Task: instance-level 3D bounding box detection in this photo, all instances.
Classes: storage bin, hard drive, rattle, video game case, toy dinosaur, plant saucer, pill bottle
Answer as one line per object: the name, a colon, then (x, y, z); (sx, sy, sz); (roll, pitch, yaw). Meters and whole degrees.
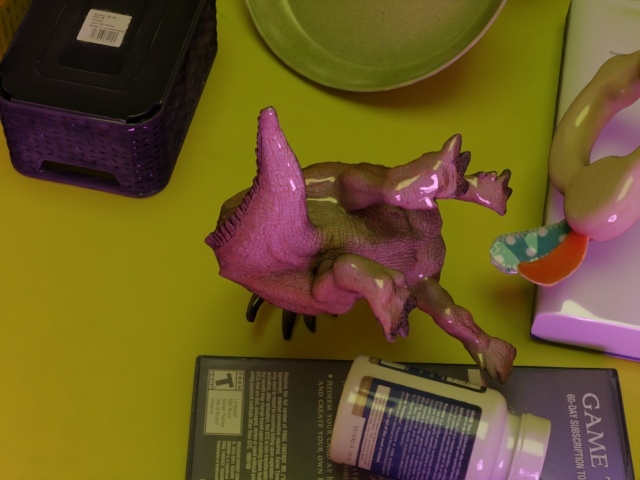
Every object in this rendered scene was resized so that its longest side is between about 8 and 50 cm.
storage bin: (-0.154, -0.133, 0.892); (0.122, 0.084, 0.180); (11, 53, 5)
hard drive: (0.275, -0.048, 0.879); (0.210, 0.040, 0.318); (11, 54, 5)
rattle: (0.217, -0.024, 0.815); (0.130, 0.143, 0.199); (6, 63, 42)
video game case: (0.055, 0.162, 0.725); (0.274, 0.026, 0.196); (2, 54, -2)
toy dinosaur: (0.000, 0.000, 0.717); (0.200, 0.296, 0.127); (8, 85, 31)
plant saucer: (0.049, -0.233, 0.932); (0.241, 0.037, 0.240); (-1, 87, 26)
pill bottle: (0.070, 0.113, 0.704); (0.120, 0.067, 0.067); (15, 54, 8)

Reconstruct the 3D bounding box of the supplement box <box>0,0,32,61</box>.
supplement box: (-0.330, -0.218, 0.876); (0.194, 0.195, 0.356); (18, 55, 10)
